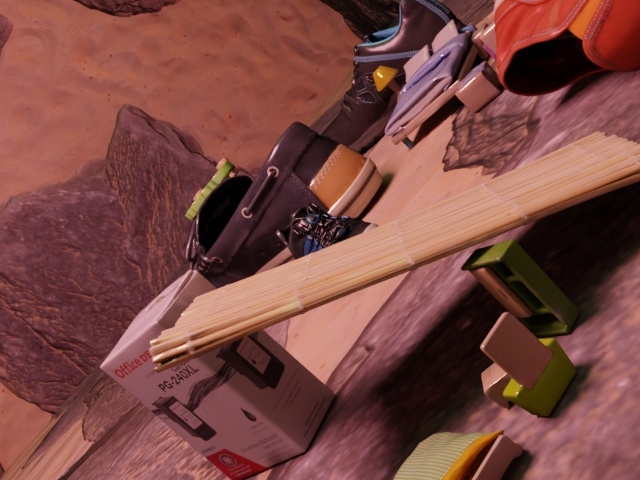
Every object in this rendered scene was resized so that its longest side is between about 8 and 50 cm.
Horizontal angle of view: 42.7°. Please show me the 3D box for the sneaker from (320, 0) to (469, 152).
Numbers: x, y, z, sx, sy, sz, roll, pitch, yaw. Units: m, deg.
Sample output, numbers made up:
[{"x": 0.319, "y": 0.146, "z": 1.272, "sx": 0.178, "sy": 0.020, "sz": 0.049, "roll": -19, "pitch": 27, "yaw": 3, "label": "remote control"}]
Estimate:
[{"x": 0.098, "y": -0.269, "z": 1.358, "sx": 0.341, "sy": 0.140, "sz": 0.125, "roll": -41, "pitch": 14, "yaw": 34, "label": "sneaker"}]

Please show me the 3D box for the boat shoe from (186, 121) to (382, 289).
[{"x": -0.112, "y": -0.010, "z": 1.200, "sx": 0.500, "sy": 0.156, "sz": 0.186, "roll": -38, "pitch": 16, "yaw": 47, "label": "boat shoe"}]

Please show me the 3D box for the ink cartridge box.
[{"x": -0.083, "y": 0.109, "z": 0.642, "sx": 0.109, "sy": 0.150, "sz": 0.063, "roll": -37, "pitch": 15, "yaw": 45, "label": "ink cartridge box"}]

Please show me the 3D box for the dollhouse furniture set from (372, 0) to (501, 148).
[{"x": 0.130, "y": -0.264, "z": 1.056, "sx": 0.303, "sy": 0.198, "sz": 0.286, "roll": -40, "pitch": 12, "yaw": 36, "label": "dollhouse furniture set"}]

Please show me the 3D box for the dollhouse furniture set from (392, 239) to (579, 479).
[{"x": 0.071, "y": 0.074, "z": 0.414, "sx": 0.151, "sy": 0.058, "sz": 0.076, "roll": -51, "pitch": 11, "yaw": -21, "label": "dollhouse furniture set"}]

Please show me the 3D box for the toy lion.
[{"x": -0.167, "y": -0.075, "z": 1.236, "sx": 0.100, "sy": 0.034, "sz": 0.096, "roll": -53, "pitch": 5, "yaw": 11, "label": "toy lion"}]

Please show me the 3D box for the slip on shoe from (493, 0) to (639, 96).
[{"x": 0.238, "y": -0.176, "z": 0.601, "sx": 0.331, "sy": 0.123, "sz": 0.101, "roll": 175, "pitch": 105, "yaw": -67, "label": "slip on shoe"}]

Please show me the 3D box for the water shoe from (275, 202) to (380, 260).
[{"x": 0.000, "y": 0.000, "z": 0.911, "sx": 0.073, "sy": 0.080, "sz": 0.203, "roll": -51, "pitch": 11, "yaw": -17, "label": "water shoe"}]

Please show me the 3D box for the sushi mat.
[{"x": 0.054, "y": -0.002, "z": 0.514, "sx": 0.317, "sy": 0.019, "sz": 0.151, "roll": -22, "pitch": 6, "yaw": 4, "label": "sushi mat"}]
